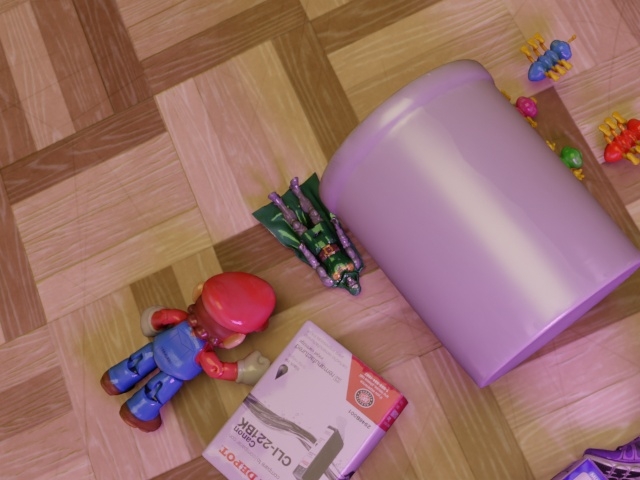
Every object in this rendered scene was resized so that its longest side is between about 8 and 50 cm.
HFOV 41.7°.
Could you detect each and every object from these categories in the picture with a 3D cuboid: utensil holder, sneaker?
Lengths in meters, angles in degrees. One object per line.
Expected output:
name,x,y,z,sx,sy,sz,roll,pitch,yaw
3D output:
utensil holder,0.239,-0.021,1.272,0.327,0.327,0.385,-37,74,-2
sneaker,0.477,0.324,1.264,0.169,0.068,0.071,0,58,2

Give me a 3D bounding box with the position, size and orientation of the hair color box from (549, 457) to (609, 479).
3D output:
hair color box,0.274,0.454,1.188,0.338,0.185,0.110,-40,71,-2

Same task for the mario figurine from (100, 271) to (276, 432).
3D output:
mario figurine,-0.200,0.180,1.414,0.320,0.170,0.198,-39,107,8

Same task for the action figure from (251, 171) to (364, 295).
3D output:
action figure,0.000,0.000,1.444,0.137,0.063,0.232,-36,74,-5

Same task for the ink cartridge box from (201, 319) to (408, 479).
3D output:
ink cartridge box,-0.023,0.296,1.327,0.197,0.114,0.273,37,84,18

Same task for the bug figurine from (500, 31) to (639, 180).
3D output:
bug figurine,0.413,-0.207,1.422,0.216,0.072,0.279,-39,75,4
